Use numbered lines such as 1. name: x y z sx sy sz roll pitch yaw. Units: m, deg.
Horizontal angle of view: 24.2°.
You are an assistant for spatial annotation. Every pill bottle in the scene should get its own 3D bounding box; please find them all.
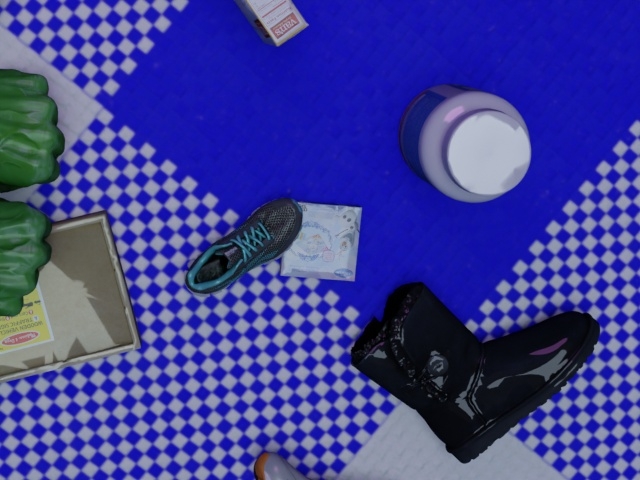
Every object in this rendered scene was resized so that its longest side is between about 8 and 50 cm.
1. pill bottle: 0.163 -0.108 1.668 0.124 0.221 0.124 -1 100 -6

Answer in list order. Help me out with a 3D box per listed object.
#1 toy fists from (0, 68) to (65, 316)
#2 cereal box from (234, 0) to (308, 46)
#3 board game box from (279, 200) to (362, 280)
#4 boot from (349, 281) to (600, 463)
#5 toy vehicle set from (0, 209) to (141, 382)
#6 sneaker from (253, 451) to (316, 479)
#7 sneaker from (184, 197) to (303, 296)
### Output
1. toy fists: -0.360 -0.053 1.667 0.142 0.096 0.279 5 83 7
2. cereal box: -0.105 -0.322 1.629 0.047 0.173 0.240 -36 102 -1
3. board game box: 0.000 0.000 1.771 0.090 0.020 0.090 5 98 -7
4. boot: 0.181 0.120 1.772 0.246 0.094 0.207 -43 105 8
5. toy vehicle set: -0.357 0.076 1.737 0.267 0.035 0.166 -13 101 -4
6. sneaker: 0.034 0.325 1.801 0.262 0.099 0.121 44 85 -19
7. sneaker: -0.090 0.012 1.725 0.166 0.076 0.065 -39 89 7
